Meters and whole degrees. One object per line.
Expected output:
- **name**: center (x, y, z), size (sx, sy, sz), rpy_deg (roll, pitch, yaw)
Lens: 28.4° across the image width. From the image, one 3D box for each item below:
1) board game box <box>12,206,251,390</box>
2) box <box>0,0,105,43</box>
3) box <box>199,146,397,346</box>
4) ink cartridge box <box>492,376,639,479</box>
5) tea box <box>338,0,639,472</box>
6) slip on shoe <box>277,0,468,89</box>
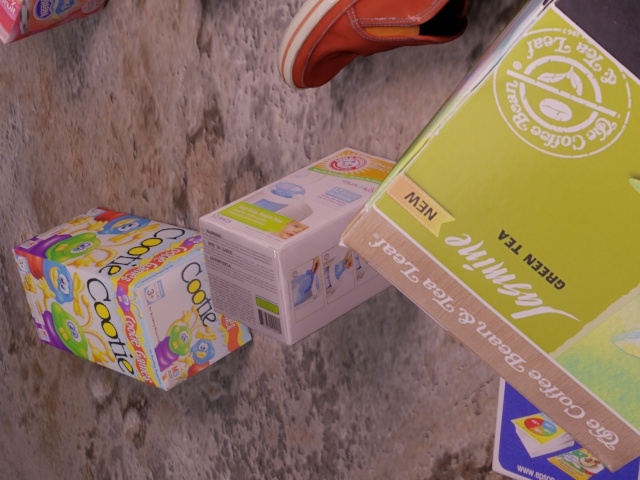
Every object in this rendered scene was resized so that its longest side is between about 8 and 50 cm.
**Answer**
- **board game box**: center (-0.240, 0.066, 1.589), size (0.275, 0.142, 0.144), rpy_deg (12, 123, 45)
- **box**: center (-0.362, -0.394, 1.423), size (0.300, 0.142, 0.154), rpy_deg (53, 142, 9)
- **box**: center (0.000, 0.000, 1.219), size (0.114, 0.203, 0.103), rpy_deg (21, 128, 42)
- **ink cartridge box**: center (0.288, 0.088, 1.039), size (0.304, 0.072, 0.307), rpy_deg (15, 105, 44)
- **tea box**: center (0.231, -0.102, 0.725), size (0.220, 0.329, 0.323), rpy_deg (40, 134, 0)
- **slip on shoe**: center (0.072, -0.203, 1.080), size (0.331, 0.123, 0.101), rpy_deg (-32, 93, 48)
